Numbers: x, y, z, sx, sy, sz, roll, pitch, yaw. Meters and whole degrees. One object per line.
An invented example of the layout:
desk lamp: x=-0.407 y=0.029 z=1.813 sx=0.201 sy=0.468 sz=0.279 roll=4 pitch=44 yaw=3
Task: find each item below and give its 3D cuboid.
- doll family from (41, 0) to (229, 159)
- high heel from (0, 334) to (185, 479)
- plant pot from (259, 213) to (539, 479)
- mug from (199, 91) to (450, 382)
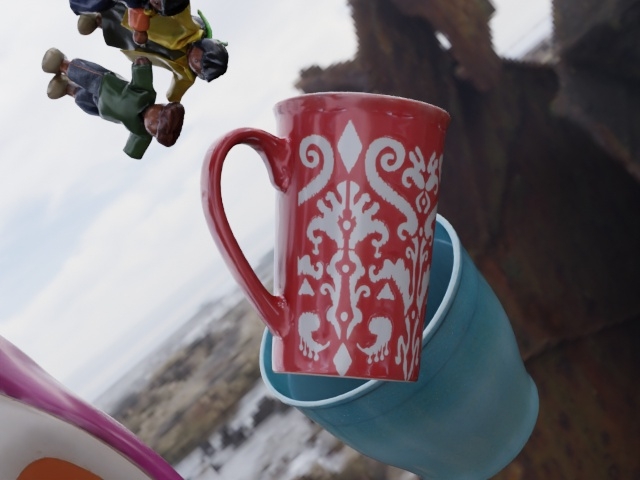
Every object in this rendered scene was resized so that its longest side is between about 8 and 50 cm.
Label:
doll family: x=-0.094 y=-0.138 z=0.690 sx=0.076 sy=0.111 sz=0.193 roll=-45 pitch=-30 yaw=-39
high heel: x=-0.210 y=0.097 z=0.826 sx=0.127 sy=0.377 sz=0.181 roll=-56 pitch=5 yaw=22
plant pot: x=0.115 y=0.147 z=1.425 sx=0.272 sy=0.255 sz=0.271 roll=-31 pitch=32 yaw=22
mug: x=0.003 y=0.001 z=0.777 sx=0.150 sy=0.169 sz=0.113 roll=3 pitch=-6 yaw=4
